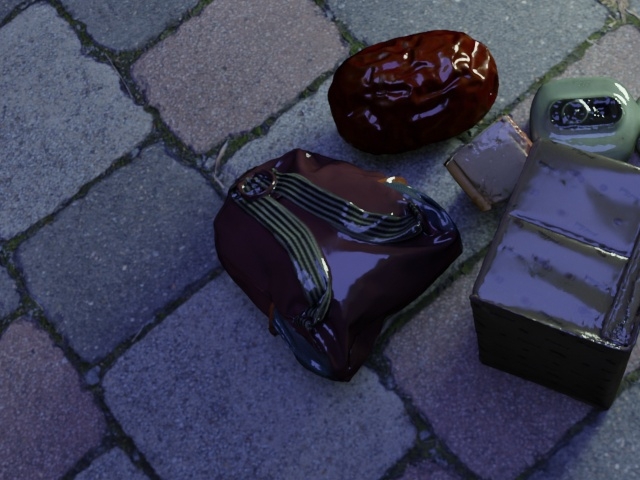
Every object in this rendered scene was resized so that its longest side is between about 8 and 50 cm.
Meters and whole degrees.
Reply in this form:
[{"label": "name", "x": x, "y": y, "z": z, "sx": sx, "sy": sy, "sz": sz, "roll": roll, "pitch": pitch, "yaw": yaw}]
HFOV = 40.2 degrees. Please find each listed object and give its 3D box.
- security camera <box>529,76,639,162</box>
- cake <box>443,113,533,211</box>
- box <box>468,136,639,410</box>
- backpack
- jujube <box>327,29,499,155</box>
[{"label": "security camera", "x": 0.457, "y": -0.171, "z": 1.265, "sx": 0.302, "sy": 0.080, "sz": 0.157, "roll": -2, "pitch": 67, "yaw": 7}, {"label": "cake", "x": 0.249, "y": -0.098, "z": 1.196, "sx": 0.109, "sy": 0.225, "sz": 0.090, "roll": -42, "pitch": 79, "yaw": 13}, {"label": "box", "x": 0.315, "y": 0.052, "z": 1.080, "sx": 0.190, "sy": 0.297, "sz": 0.225, "roll": 20, "pitch": 73, "yaw": 21}, {"label": "backpack", "x": 0.000, "y": 0.000, "z": 1.212, "sx": 0.317, "sy": 0.197, "sz": 0.283, "roll": 41, "pitch": 82, "yaw": 24}, {"label": "jujube", "x": 0.137, "y": -0.219, "z": 1.300, "sx": 0.250, "sy": 0.174, "sz": 0.174, "roll": -19, "pitch": 65, "yaw": -9}]
